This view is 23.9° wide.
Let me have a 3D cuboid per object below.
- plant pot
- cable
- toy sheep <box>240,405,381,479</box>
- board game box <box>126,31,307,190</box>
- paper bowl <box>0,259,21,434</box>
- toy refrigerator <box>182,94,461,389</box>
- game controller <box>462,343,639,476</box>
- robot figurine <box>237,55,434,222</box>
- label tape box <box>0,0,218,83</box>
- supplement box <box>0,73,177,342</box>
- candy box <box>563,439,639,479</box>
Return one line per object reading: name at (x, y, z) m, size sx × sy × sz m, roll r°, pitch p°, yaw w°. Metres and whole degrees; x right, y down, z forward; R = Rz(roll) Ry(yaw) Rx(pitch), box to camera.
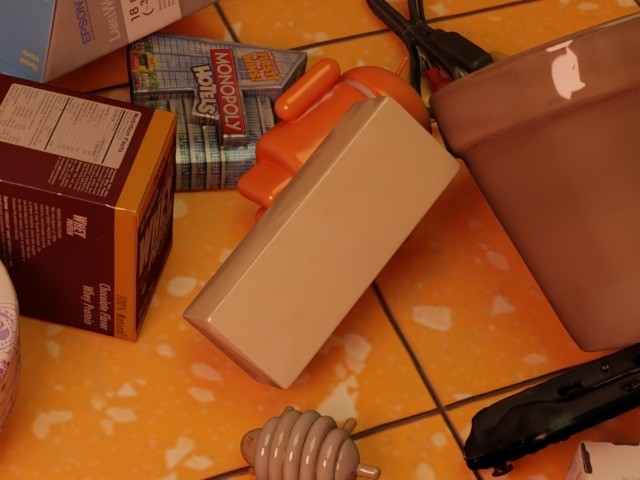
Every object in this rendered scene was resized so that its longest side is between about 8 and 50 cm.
plant pot at (0.293, -0.053, 1.437) m, size 0.323 × 0.323 × 0.280 m, roll -16°, pitch 88°, yaw -21°
cable at (0.124, -0.211, 1.730) m, size 0.139 × 0.072 × 0.287 m, roll -36°, pitch 49°, yaw -13°
toy sheep at (-0.010, 0.189, 1.331) m, size 0.132 × 0.091 × 0.091 m, roll 5°, pitch 47°, yaw 20°
board game box at (-0.103, -0.144, 1.617) m, size 0.194 × 0.060 × 0.194 m, roll -4°, pitch 50°, yaw -10°
paper bowl at (-0.400, 0.109, 1.299) m, size 0.284 × 0.148 × 0.284 m, roll 4°, pitch 49°, yaw -5°
toy refrigerator at (0.000, 0.000, 1.409) m, size 0.102 × 0.094 × 0.269 m, roll 42°, pitch 76°, yaw -17°
game controller at (0.283, 0.135, 1.370) m, size 0.319 × 0.166 × 0.067 m, roll -20°, pitch 90°, yaw -23°
robot figurine at (0.023, -0.089, 1.531) m, size 0.219 × 0.128 × 0.158 m, roll -39°, pitch 83°, yaw -16°
label tape box at (-0.293, -0.282, 1.635) m, size 0.334 × 0.106 × 0.240 m, roll -32°, pitch 42°, yaw -31°
supplement box at (-0.245, -0.030, 1.411) m, size 0.194 × 0.191 × 0.129 m, roll 13°, pitch 49°, yaw 4°
candy box at (0.311, 0.274, 1.314) m, size 0.165 × 0.070 × 0.196 m, roll 2°, pitch 50°, yaw -7°
